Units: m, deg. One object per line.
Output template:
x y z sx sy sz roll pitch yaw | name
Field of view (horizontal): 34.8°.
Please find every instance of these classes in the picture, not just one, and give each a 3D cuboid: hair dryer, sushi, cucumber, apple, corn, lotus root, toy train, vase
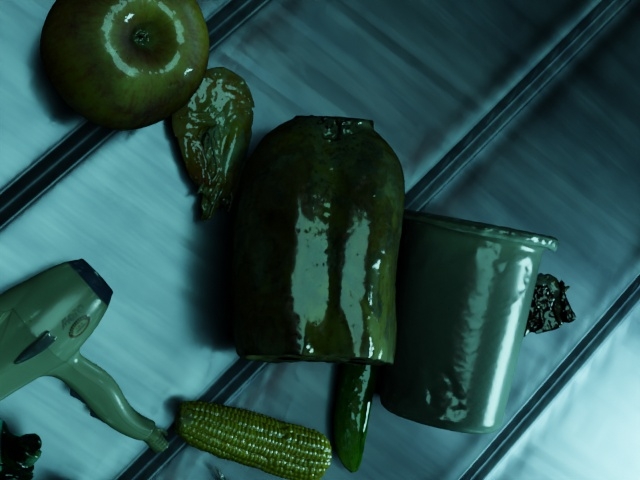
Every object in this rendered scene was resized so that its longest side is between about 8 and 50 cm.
-0.370 0.202 1.297 0.295 0.119 0.298 -23 110 -15 | hair dryer
0.324 0.099 1.568 0.094 0.098 0.084 -17 92 -17 | sushi
0.054 0.210 1.481 0.056 0.056 0.250 11 86 -21 | cucumber
-0.248 -0.246 1.300 0.211 0.188 0.211 -1 92 -22 | apple
-0.092 0.277 1.408 0.231 0.080 0.080 18 82 -19 | corn
0.000 0.000 1.369 0.250 0.250 0.346 6 87 -22 | lotus root
-0.427 0.291 1.223 0.154 0.107 0.198 32 110 -30 | toy train
0.191 0.113 1.461 0.245 0.245 0.291 11 93 -21 | vase

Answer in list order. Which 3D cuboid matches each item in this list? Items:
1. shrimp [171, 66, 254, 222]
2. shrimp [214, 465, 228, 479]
-0.152 -0.133 1.409 0.115 0.051 0.217 7 87 -15 | shrimp
-0.112 0.381 1.407 0.065 0.056 0.165 -32 95 -10 | shrimp
